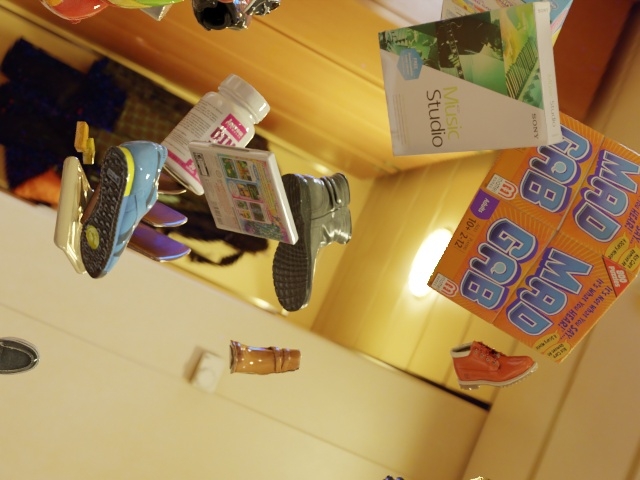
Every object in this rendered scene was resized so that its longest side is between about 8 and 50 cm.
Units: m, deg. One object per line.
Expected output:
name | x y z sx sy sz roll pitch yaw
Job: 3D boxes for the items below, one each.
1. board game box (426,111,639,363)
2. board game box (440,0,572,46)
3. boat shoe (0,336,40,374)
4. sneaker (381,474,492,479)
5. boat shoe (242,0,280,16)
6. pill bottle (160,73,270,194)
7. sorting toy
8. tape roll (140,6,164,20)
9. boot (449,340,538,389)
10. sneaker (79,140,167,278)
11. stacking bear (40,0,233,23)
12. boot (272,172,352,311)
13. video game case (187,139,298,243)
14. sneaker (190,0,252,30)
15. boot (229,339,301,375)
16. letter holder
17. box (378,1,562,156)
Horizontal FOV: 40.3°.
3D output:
board game box | 0.514 -0.021 1.975 0.356 0.356 0.356 -53 169 -39
board game box | 0.352 -0.450 1.705 0.064 0.242 0.316 -48 170 -5
boat shoe | -0.544 0.190 1.405 0.083 0.183 0.065 -158 -101 -67
sneaker | 0.141 0.377 1.218 0.341 0.140 0.125 -5 138 -51
boat shoe | -0.108 -0.439 1.632 0.046 0.038 0.125 -37 -169 26
pill bottle | -0.267 -0.267 2.172 0.283 0.160 0.160 -50 -168 -7
sorting toy | -0.552 -0.098 1.974 0.229 0.041 0.307 95 -2 -72
tape roll | -0.288 -0.537 1.691 0.219 0.072 0.219 -54 -168 17
boot | 0.305 0.216 1.555 0.158 0.085 0.059 -14 -165 33
sneaker | -0.246 -0.035 1.112 0.082 0.069 0.209 -14 139 -47
stacking bear | -0.218 -0.332 0.990 0.289 0.175 0.164 -10 -150 32
boot | 0.000 0.000 1.534 0.083 0.161 0.247 2 -89 42
video game case | -0.111 -0.069 1.259 0.019 0.143 0.157 -52 141 -38
sneaker | -0.221 -0.513 1.938 0.276 0.097 0.135 34 44 -72
boot | -0.118 0.252 1.880 0.197 0.152 0.073 88 1 -79
letter holder | -0.395 -0.066 2.069 0.152 0.214 0.302 -62 177 6
box | 0.251 -0.270 1.511 0.322 0.058 0.232 0 -78 41
